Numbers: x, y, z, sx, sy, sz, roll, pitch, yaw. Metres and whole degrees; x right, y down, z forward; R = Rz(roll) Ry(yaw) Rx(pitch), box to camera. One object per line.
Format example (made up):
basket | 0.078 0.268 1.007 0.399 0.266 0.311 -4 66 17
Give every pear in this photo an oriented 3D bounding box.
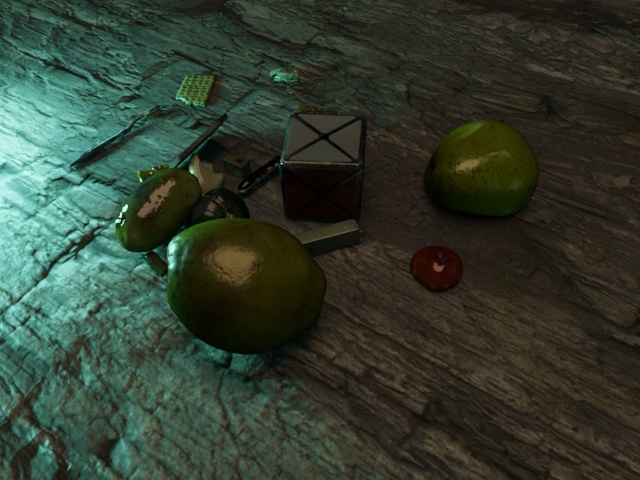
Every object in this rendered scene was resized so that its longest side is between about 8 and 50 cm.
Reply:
pear | 0.479 -0.233 1.629 0.318 0.239 0.342 -21 54 -24
pear | -0.192 0.122 1.298 0.413 0.352 0.352 15 52 -11

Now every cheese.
cheese | -0.382 -0.168 1.700 0.127 0.049 0.235 22 53 -37

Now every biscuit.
biscuit | -0.509 -0.613 2.089 0.143 0.016 0.203 5 52 5

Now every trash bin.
trash bin | -0.291 -0.258 1.780 0.092 0.061 0.043 22 56 21

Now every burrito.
burrito | -0.151 -0.685 2.118 0.118 0.044 0.074 -6 56 -8

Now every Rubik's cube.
Rubik's cube | 0.011 -0.231 1.631 0.254 0.259 0.260 5 49 4

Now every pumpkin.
pumpkin | -0.304 -0.063 1.557 0.190 0.190 0.146 -28 28 -19

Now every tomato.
tomato | 0.346 0.067 1.501 0.155 0.069 0.156 0 52 0

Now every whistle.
whistle | -0.576 -0.242 1.778 0.109 0.057 0.046 -25 81 -18

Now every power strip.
power strip | 0.000 0.000 1.558 0.272 0.078 0.052 -15 52 -10

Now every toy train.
toy train | -0.202 -0.221 1.755 0.043 0.047 0.207 35 62 26

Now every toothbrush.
toothbrush | -0.758 -0.389 1.911 0.413 0.042 0.035 -43 26 -26

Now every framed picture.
framed picture | -0.433 -0.324 1.779 0.023 0.189 0.260 45 59 -14

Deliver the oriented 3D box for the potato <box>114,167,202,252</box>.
potato | -0.500 -0.096 1.576 0.210 0.173 0.307 13 56 41

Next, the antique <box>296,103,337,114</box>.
antique | -0.027 -0.386 1.817 0.146 0.148 0.152 14 51 10

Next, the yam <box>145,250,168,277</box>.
yam | -0.488 0.072 1.541 0.094 0.043 0.043 36 61 24
